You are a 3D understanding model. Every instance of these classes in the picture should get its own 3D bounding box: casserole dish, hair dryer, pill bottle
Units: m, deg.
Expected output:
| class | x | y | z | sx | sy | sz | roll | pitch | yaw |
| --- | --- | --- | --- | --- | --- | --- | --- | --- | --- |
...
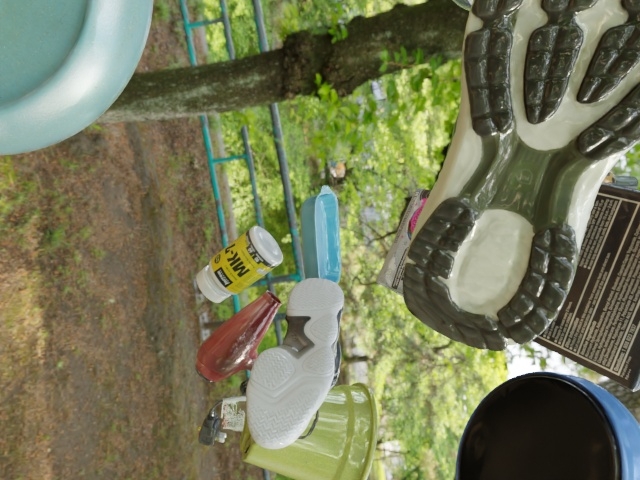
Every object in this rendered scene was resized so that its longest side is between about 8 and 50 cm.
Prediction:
| class | x | y | z | sx | sy | sz | roll | pitch | yaw |
| --- | --- | --- | --- | --- | --- | --- | --- | --- | --- |
| casserole dish | 0.000 | 0.000 | 0.842 | 0.114 | 0.037 | 0.188 | -25 | 113 | -67 |
| hair dryer | -0.115 | 0.230 | 0.894 | 0.080 | 0.224 | 0.293 | -135 | -133 | -69 |
| pill bottle | -0.212 | 0.066 | 1.265 | 0.119 | 0.209 | 0.119 | 49 | 15 | -18 |

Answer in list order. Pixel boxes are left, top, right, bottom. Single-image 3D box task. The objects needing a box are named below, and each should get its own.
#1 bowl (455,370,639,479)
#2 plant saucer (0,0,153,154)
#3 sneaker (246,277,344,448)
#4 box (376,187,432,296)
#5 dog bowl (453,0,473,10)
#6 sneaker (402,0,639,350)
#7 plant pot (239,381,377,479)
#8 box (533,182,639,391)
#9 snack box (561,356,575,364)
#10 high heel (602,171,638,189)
| class | x | y | z | sx | sy | sz | roll | pitch | yaw |
| --- | --- | --- | --- | --- | --- | --- | --- | --- | --- |
| bowl | 0.422 | 0.437 | 0.941 | 0.077 | 0.391 | 0.391 | 32 | 30 | -20 |
| plant saucer | -0.301 | -0.225 | 0.389 | 0.043 | 0.318 | 0.317 | -103 | -178 | -73 |
| sneaker | -0.023 | 0.188 | 0.682 | 0.268 | 0.102 | 0.153 | -69 | 162 | -49 |
| box | 0.269 | 0.026 | 1.138 | 0.163 | 0.142 | 0.247 | 29 | 82 | -41 |
| dog bowl | 0.397 | -0.623 | 1.045 | 0.104 | 0.265 | 0.264 | -111 | -174 | -52 |
| sneaker | 0.178 | -0.112 | 0.401 | 0.182 | 0.158 | 0.410 | -56 | 166 | -56 |
| plant pot | -0.042 | 0.440 | 1.136 | 0.276 | 0.254 | 0.275 | -162 | -90 | -77 |
| box | 0.472 | 0.051 | 0.858 | 0.183 | 0.294 | 0.296 | 9 | 103 | -44 |
| snack box | 0.868 | 0.264 | 1.414 | 0.060 | 0.322 | 0.187 | -89 | 159 | -45 |
| high heel | 0.560 | -0.131 | 1.131 | 0.261 | 0.186 | 0.093 | 5 | -81 | 54 |
